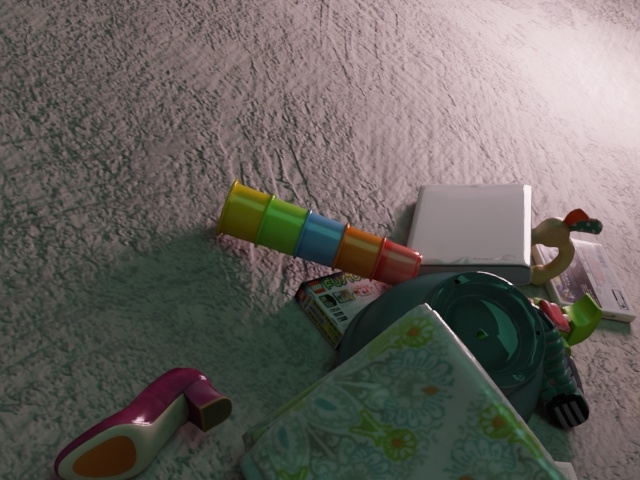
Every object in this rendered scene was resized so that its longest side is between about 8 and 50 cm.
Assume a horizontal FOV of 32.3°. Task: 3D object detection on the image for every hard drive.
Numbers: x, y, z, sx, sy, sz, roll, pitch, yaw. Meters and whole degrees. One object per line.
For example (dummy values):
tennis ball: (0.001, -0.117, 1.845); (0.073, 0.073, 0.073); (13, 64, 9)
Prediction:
hard drive: (0.255, -0.016, 1.875); (0.203, 0.040, 0.307); (0, 27, 11)

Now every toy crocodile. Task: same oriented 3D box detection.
toy crocodile: (0.309, 0.134, 1.789); (0.341, 0.105, 0.115); (5, 43, -27)

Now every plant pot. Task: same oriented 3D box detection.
plant pot: (0.194, 0.162, 1.546); (0.293, 0.196, 0.293); (10, 58, -17)

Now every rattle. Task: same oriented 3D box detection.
rattle: (0.400, -0.024, 1.949); (0.130, 0.199, 0.142); (25, 37, -7)

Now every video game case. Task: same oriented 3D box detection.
video game case: (0.479, 0.065, 2.046); (0.173, 0.022, 0.190); (11, 42, -23)

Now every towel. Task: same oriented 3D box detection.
towel: (0.108, 0.299, 1.322); (0.374, 0.320, 0.090); (54, 2, 29)

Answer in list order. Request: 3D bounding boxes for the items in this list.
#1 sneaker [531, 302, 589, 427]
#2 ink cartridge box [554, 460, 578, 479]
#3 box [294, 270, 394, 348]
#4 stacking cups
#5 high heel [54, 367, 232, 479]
sneaker: (0.353, 0.184, 1.733); (0.223, 0.083, 0.098); (65, 20, -18)
ink cartridge box: (0.293, 0.400, 1.488); (0.148, 0.086, 0.203); (11, 42, -23)
box: (0.071, 0.095, 1.737); (0.207, 0.036, 0.114); (-14, 54, -42)
stacking cups: (0.000, 0.000, 1.726); (0.316, 0.096, 0.096); (20, 38, -2)
high heel: (-0.238, 0.223, 1.381); (0.244, 0.082, 0.117); (-25, 33, -33)
